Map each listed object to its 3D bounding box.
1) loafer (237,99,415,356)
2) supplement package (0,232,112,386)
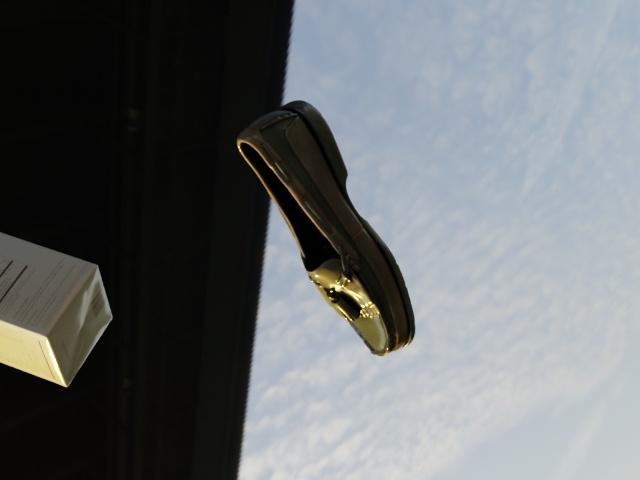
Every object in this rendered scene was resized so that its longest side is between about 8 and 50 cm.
[{"bbox_3d":[0.000,0.000,0.834,0.084,0.096,0.268,-29,-84,-35],"label":"loafer"},{"bbox_3d":[-0.448,0.086,1.236,0.139,0.244,0.134,93,-161,-50],"label":"supplement package"}]
